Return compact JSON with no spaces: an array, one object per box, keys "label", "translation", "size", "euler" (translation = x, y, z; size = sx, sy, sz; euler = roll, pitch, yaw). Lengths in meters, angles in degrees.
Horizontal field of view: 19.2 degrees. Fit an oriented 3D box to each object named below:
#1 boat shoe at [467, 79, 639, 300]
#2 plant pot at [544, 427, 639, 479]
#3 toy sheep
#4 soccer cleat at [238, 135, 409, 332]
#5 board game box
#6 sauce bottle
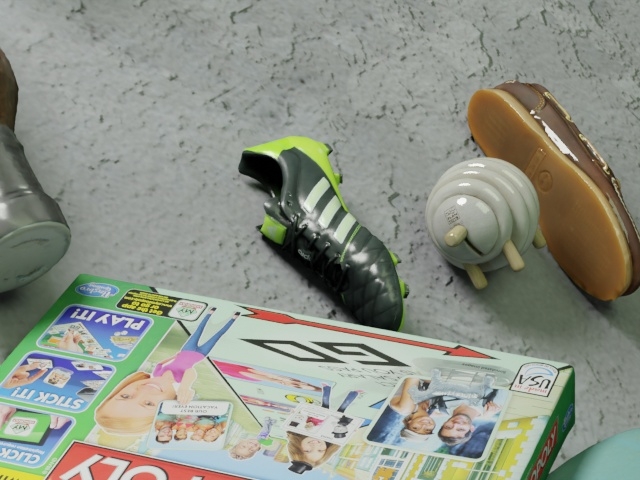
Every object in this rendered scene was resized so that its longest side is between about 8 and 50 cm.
[{"label":"boat shoe","translation":[0.197,-0.045,1.468],"size":[0.073,0.073,0.207],"euler":[-9,58,-38]},{"label":"plant pot","translation":[0.211,0.247,1.059],"size":[0.293,0.293,0.235],"euler":[-8,42,-39]},{"label":"toy sheep","translation":[0.118,-0.016,1.378],"size":[0.091,0.091,0.132],"euler":[40,22,4]},{"label":"soccer cleat","translation":[0.000,0.000,1.307],"size":[0.072,0.060,0.179],"euler":[-9,51,-29]},{"label":"board game box","translation":[-0.041,0.118,1.045],"size":[0.317,0.046,0.213],"euler":[9,35,20]},{"label":"sauce bottle","translation":[-0.259,-0.123,1.193],"size":[0.111,0.111,0.344],"euler":[-11,58,-41]}]
